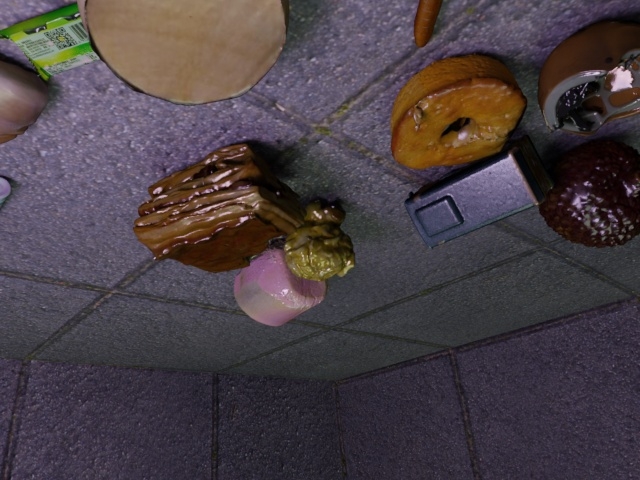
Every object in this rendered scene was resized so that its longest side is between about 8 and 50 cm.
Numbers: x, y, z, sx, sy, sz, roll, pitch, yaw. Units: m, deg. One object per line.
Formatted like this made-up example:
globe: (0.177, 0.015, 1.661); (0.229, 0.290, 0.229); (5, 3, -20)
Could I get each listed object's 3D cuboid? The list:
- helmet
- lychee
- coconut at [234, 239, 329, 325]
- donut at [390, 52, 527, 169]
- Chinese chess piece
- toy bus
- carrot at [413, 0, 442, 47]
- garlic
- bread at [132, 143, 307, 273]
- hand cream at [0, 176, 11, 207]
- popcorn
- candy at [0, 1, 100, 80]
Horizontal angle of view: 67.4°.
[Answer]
helmet: (0.456, -0.275, 0.779); (0.225, 0.129, 0.198); (-10, 159, -15)
lychee: (0.599, -0.096, 1.059); (0.236, 0.235, 0.271); (-3, 168, -5)
coconut: (-0.122, 0.126, 1.383); (0.233, 0.232, 0.245); (15, 146, -37)
donut: (0.240, -0.217, 0.866); (0.254, 0.118, 0.253); (-5, 151, -3)
Chinese chess piece: (-0.168, -0.294, 0.612); (0.258, 0.104, 0.257); (-9, 152, -5)
toy bus: (0.331, -0.097, 1.034); (0.275, 0.138, 0.167); (-26, -174, 38)
carrot: (0.156, -0.358, 0.646); (0.043, 0.043, 0.247); (-5, 155, -2)
garlic: (-0.568, -0.209, 0.726); (0.217, 0.109, 0.228); (-22, 150, 36)
bread: (-0.189, -0.059, 1.025); (0.315, 0.191, 0.370); (-19, 164, 13)
hand cream: (-0.707, -0.087, 1.020); (0.174, 0.047, 0.076); (-18, 154, 41)
popcorn: (-0.010, 0.002, 1.166); (0.169, 0.194, 0.173); (-7, 154, -10)
candy: (-0.351, -0.290, 0.687); (0.179, 0.031, 0.102); (-13, 156, 11)
